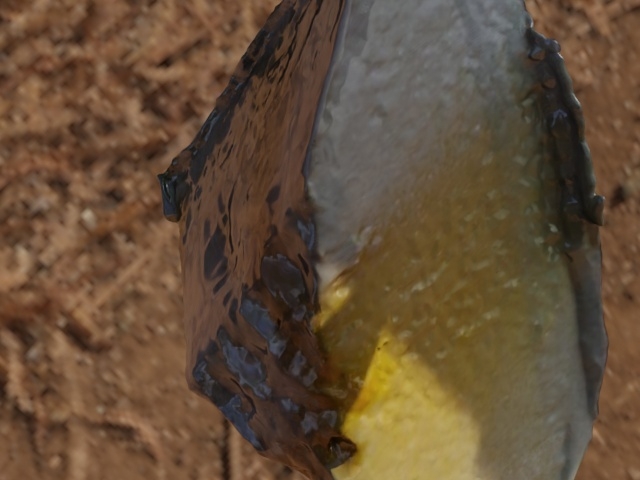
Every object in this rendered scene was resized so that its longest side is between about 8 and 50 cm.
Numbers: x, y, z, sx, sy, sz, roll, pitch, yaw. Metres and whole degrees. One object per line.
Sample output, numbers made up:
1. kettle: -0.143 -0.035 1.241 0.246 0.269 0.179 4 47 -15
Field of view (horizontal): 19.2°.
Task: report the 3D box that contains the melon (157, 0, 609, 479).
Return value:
1. melon: 0.000 -0.002 0.524 0.139 0.202 0.093 15 39 42
